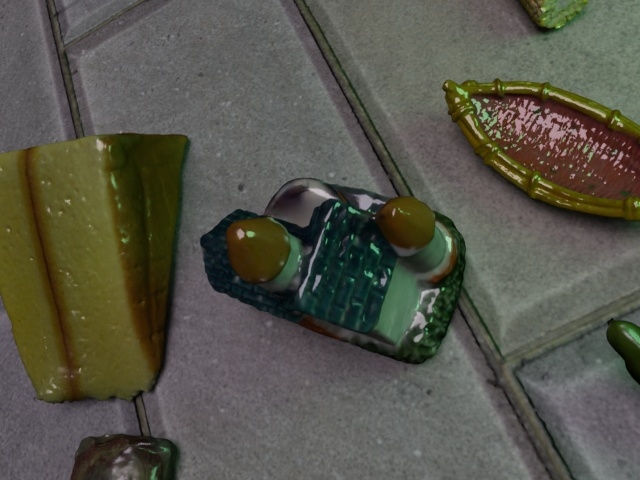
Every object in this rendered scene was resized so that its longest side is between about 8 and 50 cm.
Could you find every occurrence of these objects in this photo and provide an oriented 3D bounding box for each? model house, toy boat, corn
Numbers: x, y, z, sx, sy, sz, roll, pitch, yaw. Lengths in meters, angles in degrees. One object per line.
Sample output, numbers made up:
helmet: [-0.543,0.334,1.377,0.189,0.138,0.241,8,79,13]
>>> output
model house: [0.000,0.000,0.635,0.271,0.301,0.190,18,82,26]
toy boat: [0.284,-0.109,0.685,0.318,0.099,0.141,34,83,32]
corn: [0.284,-0.403,0.813,0.093,0.093,0.244,-24,66,9]

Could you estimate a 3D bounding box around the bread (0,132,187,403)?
bread: [-0.321,0.035,0.870,0.233,0.245,0.362,-8,95,16]

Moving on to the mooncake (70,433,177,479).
mooncake: [-0.244,0.298,0.716,0.129,0.073,0.125,-9,63,15]

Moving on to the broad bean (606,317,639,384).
broad bean: [0.381,0.172,0.501,0.049,0.144,0.292,-43,44,-8]
